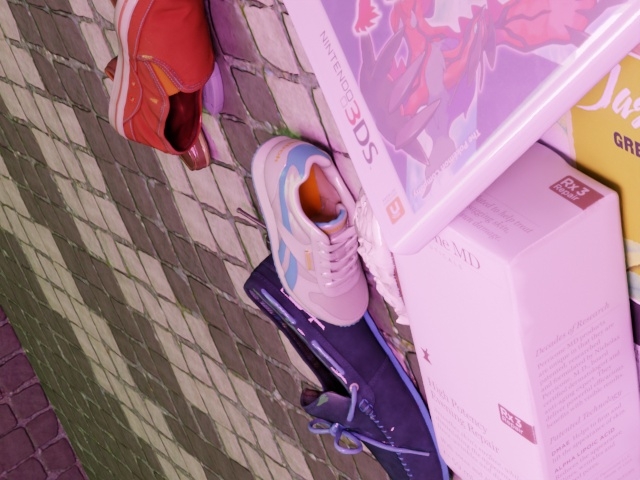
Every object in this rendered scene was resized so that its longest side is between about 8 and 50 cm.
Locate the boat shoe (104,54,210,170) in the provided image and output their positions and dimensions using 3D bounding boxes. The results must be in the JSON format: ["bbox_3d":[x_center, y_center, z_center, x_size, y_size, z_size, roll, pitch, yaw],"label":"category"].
[{"bbox_3d":[-0.200,-0.155,1.865,0.178,0.060,0.064,56,158,4],"label":"boat shoe"}]

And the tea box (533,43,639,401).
[{"bbox_3d":[0.249,-0.054,0.847,0.329,0.220,0.323,34,148,46],"label":"tea box"}]

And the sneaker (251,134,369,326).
[{"bbox_3d":[0.000,0.000,1.622,0.092,0.087,0.228,20,139,54],"label":"sneaker"}]

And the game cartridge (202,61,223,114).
[{"bbox_3d":[-0.132,-0.185,1.746,0.056,0.017,0.083,48,156,32],"label":"game cartridge"}]

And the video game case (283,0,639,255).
[{"bbox_3d":[0.067,-0.122,0.777,0.201,0.023,0.183,-46,55,38],"label":"video game case"}]

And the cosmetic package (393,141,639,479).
[{"bbox_3d":[0.114,0.057,0.877,0.117,0.085,0.231,35,151,46],"label":"cosmetic package"}]

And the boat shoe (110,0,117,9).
[{"bbox_3d":[-0.221,-0.307,1.714,0.049,0.056,0.152,88,165,-77],"label":"boat shoe"}]

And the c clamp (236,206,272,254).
[{"bbox_3d":[-0.039,0.045,1.855,0.137,0.022,0.160,31,145,39],"label":"c clamp"}]

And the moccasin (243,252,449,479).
[{"bbox_3d":[0.021,0.164,1.751,0.342,0.117,0.138,58,158,-2],"label":"moccasin"}]

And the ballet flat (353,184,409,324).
[{"bbox_3d":[0.098,0.005,1.135,0.147,0.147,0.409,44,-176,31],"label":"ballet flat"}]

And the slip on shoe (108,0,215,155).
[{"bbox_3d":[-0.158,-0.211,1.636,0.101,0.123,0.331,31,144,11],"label":"slip on shoe"}]
